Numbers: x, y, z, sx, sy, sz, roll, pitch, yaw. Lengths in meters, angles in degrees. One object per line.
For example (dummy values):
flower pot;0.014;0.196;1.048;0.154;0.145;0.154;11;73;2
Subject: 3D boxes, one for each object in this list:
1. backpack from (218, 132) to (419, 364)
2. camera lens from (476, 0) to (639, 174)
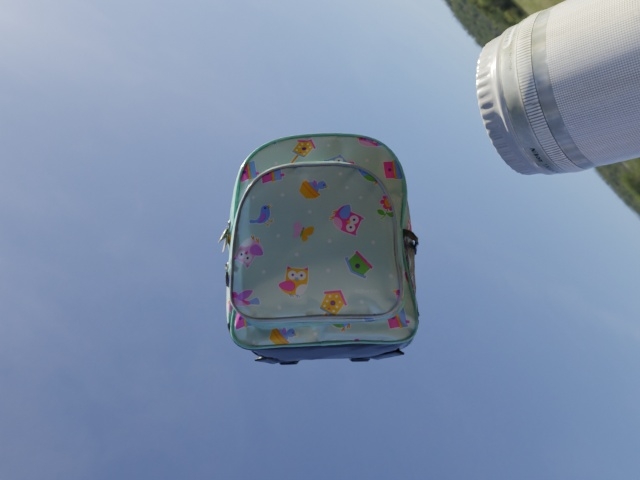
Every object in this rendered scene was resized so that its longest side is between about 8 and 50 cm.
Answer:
backpack;0.000;0.000;0.562;0.144;0.166;0.188;73;-165;-68
camera lens;0.368;-0.209;0.842;0.219;0.274;0.219;12;-108;-44
